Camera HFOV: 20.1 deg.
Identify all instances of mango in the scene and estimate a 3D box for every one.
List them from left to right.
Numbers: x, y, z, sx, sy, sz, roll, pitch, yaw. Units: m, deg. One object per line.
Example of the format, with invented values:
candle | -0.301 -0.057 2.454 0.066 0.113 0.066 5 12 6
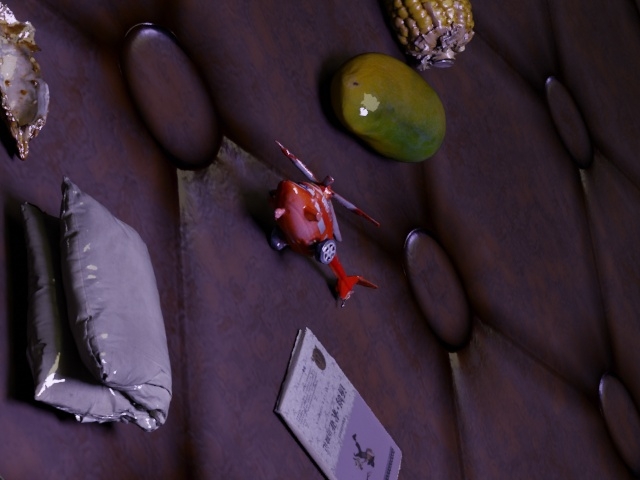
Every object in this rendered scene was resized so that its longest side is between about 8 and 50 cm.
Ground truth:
mango | 0.077 -0.155 2.037 0.191 0.086 0.122 29 48 -53

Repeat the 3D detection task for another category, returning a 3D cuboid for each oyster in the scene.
oyster | -0.258 -0.135 1.461 0.086 0.029 0.132 32 46 -41

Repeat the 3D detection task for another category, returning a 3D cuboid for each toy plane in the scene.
toy plane | -0.007 -0.003 1.791 0.077 0.126 0.194 -56 163 -24

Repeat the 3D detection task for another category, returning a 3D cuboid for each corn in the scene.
corn | 0.108 -0.365 2.236 0.115 0.115 0.317 -7 76 -63

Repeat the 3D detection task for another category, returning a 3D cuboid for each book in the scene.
book | 0.020 0.187 1.745 0.181 0.014 0.127 54 29 -24

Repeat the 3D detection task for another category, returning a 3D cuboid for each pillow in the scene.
pillow | -0.175 0.053 1.417 0.134 0.078 0.181 34 39 -53

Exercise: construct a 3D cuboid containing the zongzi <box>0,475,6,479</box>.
zongzi | -0.233 0.216 1.216 0.109 0.055 0.119 51 42 -33
